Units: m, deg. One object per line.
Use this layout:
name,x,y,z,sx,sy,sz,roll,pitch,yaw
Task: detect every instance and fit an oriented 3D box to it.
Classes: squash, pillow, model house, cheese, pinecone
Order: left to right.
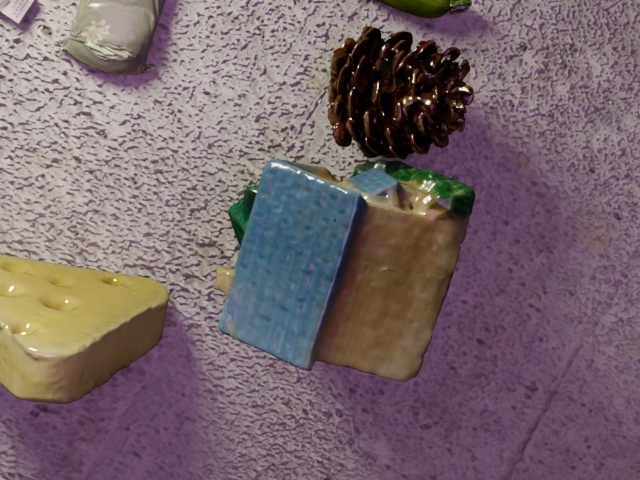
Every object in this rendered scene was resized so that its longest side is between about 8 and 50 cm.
cheese,-0.472,0.120,1.776,0.384,0.384,0.104,10,109,-15
pillow,-0.327,-0.401,1.774,0.169,0.059,0.255,15,101,-13
model house,0.000,0.000,1.779,0.343,0.382,0.334,14,100,-17
squash,0.110,-0.452,1.850,0.319,0.071,0.080,25,113,-15
pinecone,0.127,-0.245,1.814,0.224,0.273,0.224,-21,121,-39

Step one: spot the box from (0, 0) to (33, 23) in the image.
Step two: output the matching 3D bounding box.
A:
box,-0.513,-0.399,1.751,0.083,0.024,0.054,33,96,-18
